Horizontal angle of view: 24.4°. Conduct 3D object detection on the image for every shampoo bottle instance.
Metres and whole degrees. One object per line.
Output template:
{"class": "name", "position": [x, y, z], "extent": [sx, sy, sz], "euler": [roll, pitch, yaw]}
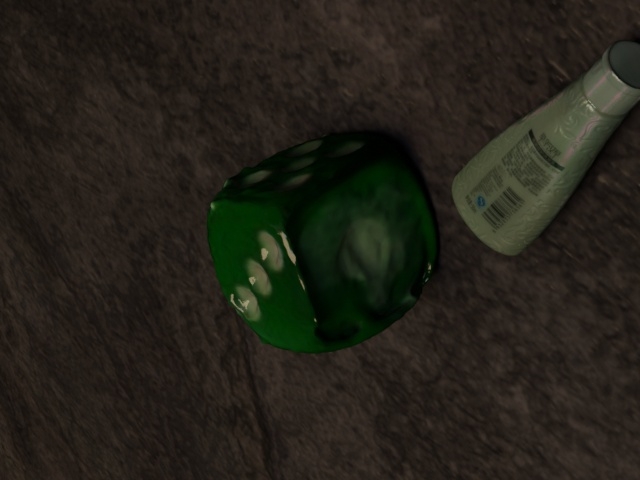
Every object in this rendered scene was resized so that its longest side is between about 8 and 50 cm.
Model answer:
{"class": "shampoo bottle", "position": [0.146, -0.059, 0.928], "extent": [0.069, 0.041, 0.191], "euler": [56, 147, 12]}

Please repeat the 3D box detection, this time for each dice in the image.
{"class": "dice", "position": [0.000, 0.000, 1.084], "extent": [0.120, 0.131, 0.128], "euler": [8, 124, 52]}
